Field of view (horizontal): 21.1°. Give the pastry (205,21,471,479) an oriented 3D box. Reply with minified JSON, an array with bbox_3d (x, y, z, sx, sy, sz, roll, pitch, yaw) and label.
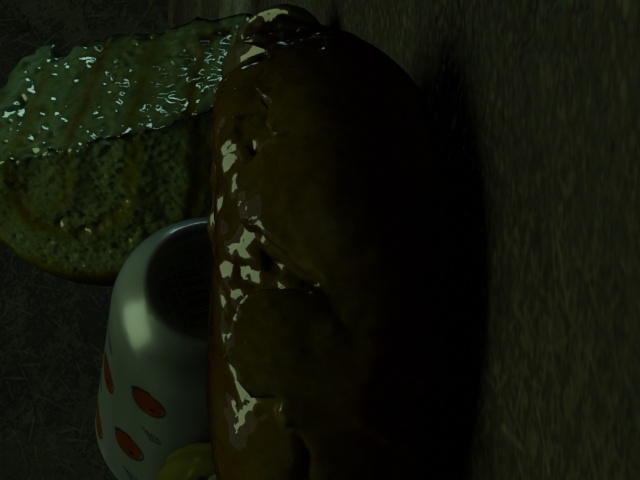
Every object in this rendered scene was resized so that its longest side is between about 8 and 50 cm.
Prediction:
[{"bbox_3d":[-0.002,0.034,1.161,0.356,0.164,0.356,177,90,-81],"label":"pastry"}]

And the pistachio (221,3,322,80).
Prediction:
[{"bbox_3d":[-0.038,-0.155,1.602,0.149,0.113,0.113,120,149,-61],"label":"pistachio"}]

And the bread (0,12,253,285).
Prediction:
[{"bbox_3d":[-0.202,-0.097,2.106,0.239,0.395,0.264,-73,-32,-49],"label":"bread"}]

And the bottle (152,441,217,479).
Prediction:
[{"bbox_3d":[-0.152,0.361,1.634,0.351,0.171,0.171,-54,-22,-48],"label":"bottle"}]

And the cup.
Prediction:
[{"bbox_3d":[-0.126,0.125,1.803,0.317,0.212,0.212,105,163,-57],"label":"cup"}]
